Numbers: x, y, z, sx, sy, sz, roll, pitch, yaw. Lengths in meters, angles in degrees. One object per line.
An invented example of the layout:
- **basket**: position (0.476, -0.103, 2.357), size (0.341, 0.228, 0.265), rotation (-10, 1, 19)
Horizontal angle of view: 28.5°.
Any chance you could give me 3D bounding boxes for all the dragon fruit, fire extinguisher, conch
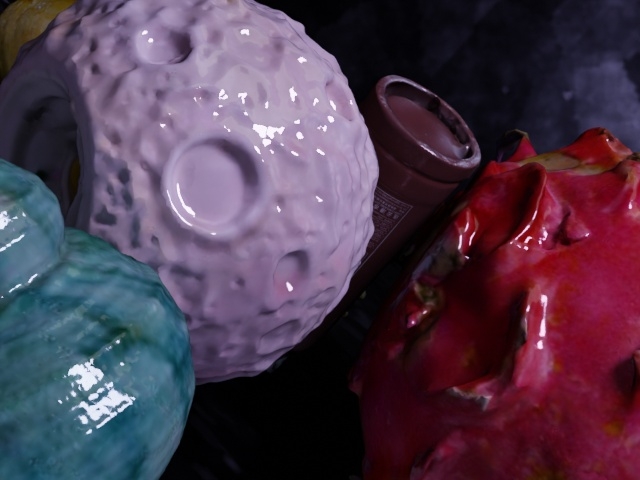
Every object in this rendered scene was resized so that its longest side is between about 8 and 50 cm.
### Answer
- **dragon fruit**: position (0.151, 0.091, 0.921), size (0.249, 0.386, 0.371), rotation (27, 33, -17)
- **fire extinguisher**: position (0.000, 0.000, 0.952), size (0.104, 0.269, 0.105), rotation (28, 32, -19)
- **conch**: position (-0.149, 0.044, 0.605), size (0.202, 0.134, 0.196), rotation (45, 1, -3)

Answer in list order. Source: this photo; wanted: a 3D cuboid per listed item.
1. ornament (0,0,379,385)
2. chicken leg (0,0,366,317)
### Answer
- **ornament**: position (-0.085, -0.036, 0.810), size (0.225, 0.259, 0.259), rotation (1, 38, -38)
- **chicken leg**: position (-0.116, -0.060, 1.124), size (0.429, 0.152, 0.201), rotation (46, 22, -26)
